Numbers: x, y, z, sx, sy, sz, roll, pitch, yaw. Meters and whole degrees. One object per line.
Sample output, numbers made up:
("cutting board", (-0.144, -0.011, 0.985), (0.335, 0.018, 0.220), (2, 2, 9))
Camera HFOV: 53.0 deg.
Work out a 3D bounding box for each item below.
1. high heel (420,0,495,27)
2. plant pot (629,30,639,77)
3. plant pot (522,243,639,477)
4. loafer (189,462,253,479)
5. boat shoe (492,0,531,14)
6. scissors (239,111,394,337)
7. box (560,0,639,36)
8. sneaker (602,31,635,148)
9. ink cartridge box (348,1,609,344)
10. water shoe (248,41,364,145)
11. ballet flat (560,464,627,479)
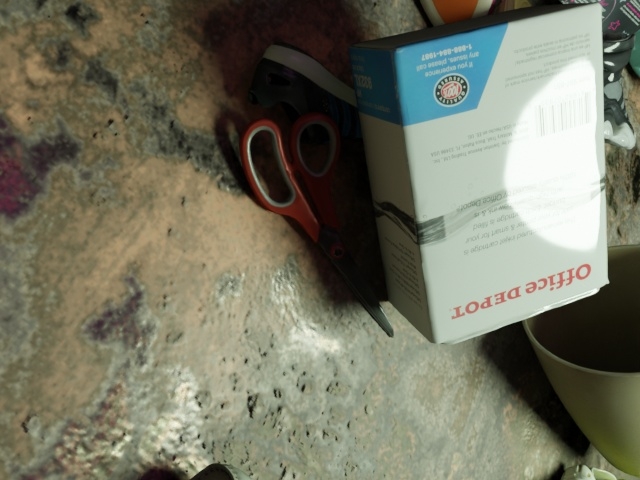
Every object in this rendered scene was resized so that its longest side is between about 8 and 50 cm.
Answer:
("high heel", (0.198, -0.461, 0.868), (0.181, 0.127, 0.377), (-42, 133, -60))
("plant pot", (0.686, -0.393, 1.133), (0.235, 0.293, 0.293), (-41, 108, -18))
("plant pot", (0.435, 0.188, 0.888), (0.256, 0.256, 0.274), (-44, 125, -33))
("loafer", (-0.166, 0.297, 0.481), (0.319, 0.112, 0.111), (-50, 120, -31))
("boat shoe", (0.233, -0.180, 0.858), (0.109, 0.098, 0.302), (12, 81, -47))
("scissors", (0.000, 0.000, 0.707), (0.109, 0.021, 0.297), (-22, 112, -11))
("box", (0.425, -0.437, 0.975), (0.247, 0.142, 0.163), (13, 52, -43))
("sneaker", (0.431, -0.231, 0.973), (0.269, 0.101, 0.153), (6, 104, -48))
("ink cartridge box", (0.174, -0.074, 0.690), (0.223, 0.129, 0.307), (-16, 111, -14))
("water shoe", (0.007, -0.139, 0.720), (0.203, 0.073, 0.080), (29, 94, -31))
("ballet flat", (0.386, 0.362, 0.916), (0.231, 0.077, 0.077), (21, 49, -35))
